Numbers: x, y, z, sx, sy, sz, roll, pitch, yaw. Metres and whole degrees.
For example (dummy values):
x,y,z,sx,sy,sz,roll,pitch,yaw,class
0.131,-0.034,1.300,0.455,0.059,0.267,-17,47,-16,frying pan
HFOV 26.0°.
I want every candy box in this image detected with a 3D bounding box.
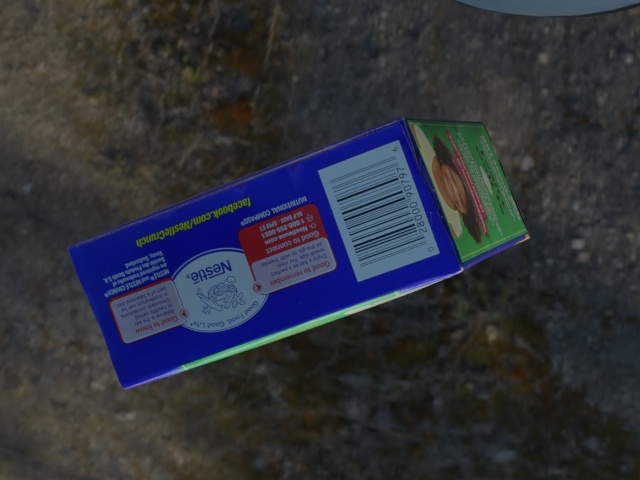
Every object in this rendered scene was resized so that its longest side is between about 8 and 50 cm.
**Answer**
x,y,z,sx,sy,sz,roll,pitch,yaw,class
0.000,0.000,1.086,0.268,0.317,0.122,-20,90,17,candy box

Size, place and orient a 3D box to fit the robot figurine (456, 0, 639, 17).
x,y,z,sx,sy,sz,roll,pitch,yaw,class
0.059,-0.144,0.359,0.209,0.278,0.173,12,98,16,robot figurine
